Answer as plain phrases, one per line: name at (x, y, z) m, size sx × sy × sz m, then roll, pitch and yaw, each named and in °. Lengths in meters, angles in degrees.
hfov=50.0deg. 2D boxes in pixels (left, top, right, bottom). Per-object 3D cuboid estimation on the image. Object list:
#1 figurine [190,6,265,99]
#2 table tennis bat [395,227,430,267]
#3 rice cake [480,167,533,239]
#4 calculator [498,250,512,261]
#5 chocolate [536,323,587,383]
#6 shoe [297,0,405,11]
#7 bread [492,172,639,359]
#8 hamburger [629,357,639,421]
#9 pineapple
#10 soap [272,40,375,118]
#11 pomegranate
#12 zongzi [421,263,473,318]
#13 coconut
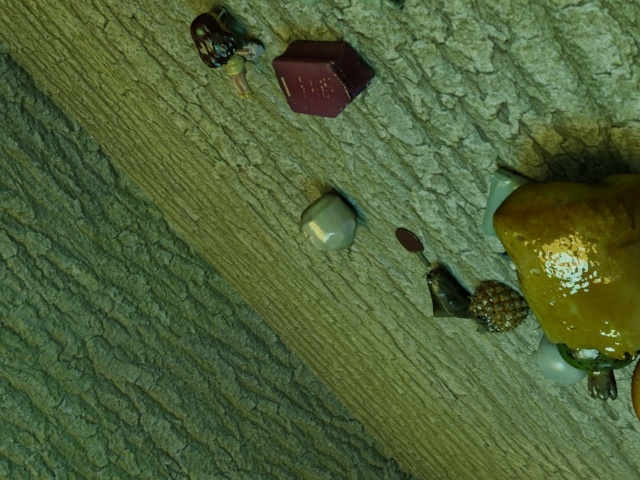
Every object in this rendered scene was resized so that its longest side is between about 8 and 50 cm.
figurine at (-0.244, -0.488, 1.803) m, size 0.240 × 0.116 × 0.175 m, roll 51°, pitch 156°, yaw -24°
table tennis bat at (0.280, 0.021, 2.048) m, size 0.156 × 0.013 × 0.087 m, roll 51°, pitch 153°, yaw -19°
rice cake at (0.441, -0.069, 1.588) m, size 0.127 × 0.043 × 0.237 m, roll 29°, pitch 156°, yaw 23°
calculator at (0.505, 0.045, 1.686) m, size 0.094 × 0.019 × 0.141 m, roll 27°, pitch 167°, yaw -41°
chocolate at (0.648, 0.307, 1.818) m, size 0.221 × 0.147 × 0.221 m, roll 31°, pitch 158°, yaw 14°
shoe at (0.069, -0.497, 1.273) m, size 0.210 × 0.132 × 0.342 m, roll 47°, pitch 153°, yaw -8°
bread at (0.519, 0.047, 1.367) m, size 0.361 × 0.250 × 0.394 m, roll -7°, pitch 129°, yaw 49°
hamburger at (0.789, 0.341, 1.533) m, size 0.170 × 0.246 × 0.246 m, roll 5°, pitch 139°, yaw 40°
pineapple at (0.479, 0.212, 1.917) m, size 0.161 × 0.137 × 0.176 m, roll 51°, pitch 156°, yaw -22°
soap at (0.012, -0.384, 1.625) m, size 0.250 × 0.099 × 0.162 m, roll 16°, pitch 140°, yaw 45°
pomegranate at (0.651, 0.250, 1.606) m, size 0.202 × 0.202 × 0.247 m, roll -18°, pitch 79°, yaw 64°
zongzi at (0.408, 0.158, 2.027) m, size 0.184 × 0.084 × 0.187 m, roll 7°, pitch 138°, yaw 31°
coconut at (0.030, -0.043, 2.120) m, size 0.183 × 0.171 × 0.171 m, roll 52°, pitch 156°, yaw -6°
